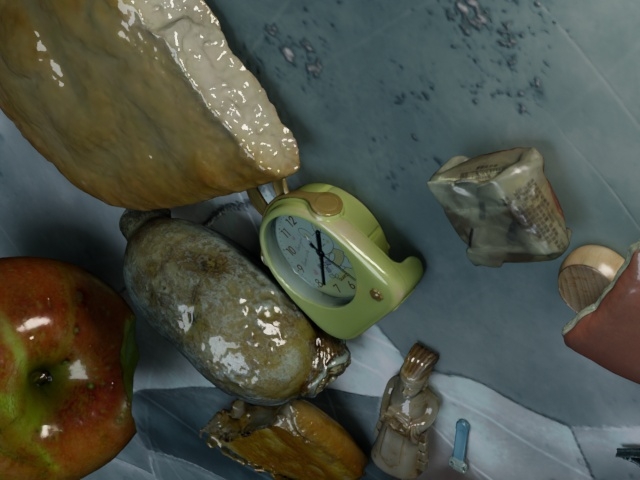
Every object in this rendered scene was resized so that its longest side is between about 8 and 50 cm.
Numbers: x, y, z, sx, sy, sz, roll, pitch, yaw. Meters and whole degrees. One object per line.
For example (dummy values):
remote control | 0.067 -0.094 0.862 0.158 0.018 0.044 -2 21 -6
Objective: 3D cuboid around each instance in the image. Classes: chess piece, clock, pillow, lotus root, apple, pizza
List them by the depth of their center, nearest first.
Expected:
pillow | 0.349 0.078 1.630 0.171 0.075 0.179 25 137 -3
chess piece | 0.286 0.044 1.703 0.084 0.038 0.083 25 138 25
clock | 0.000 0.000 1.916 0.232 0.069 0.170 48 145 -2
lotus root | -0.129 0.080 2.034 0.349 0.175 0.175 37 144 16
pizza | -0.056 0.274 2.244 0.189 0.071 0.297 37 152 -20
apple | -0.413 0.180 2.281 0.340 0.339 0.339 26 141 24

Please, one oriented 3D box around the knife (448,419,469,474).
knife | 0.175 0.255 2.047 0.027 0.010 0.096 27 138 25

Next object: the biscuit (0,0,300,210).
biscuit | -0.274 -0.221 1.934 0.446 0.104 0.429 -10 117 49

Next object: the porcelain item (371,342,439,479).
porcelain item | 0.108 0.212 2.034 0.084 0.054 0.213 29 141 18

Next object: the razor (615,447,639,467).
razor | 0.378 0.324 1.844 0.066 0.033 0.190 -9 89 48

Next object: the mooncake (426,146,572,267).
mooncake | 0.191 -0.034 1.688 0.130 0.073 0.125 -1 128 47
